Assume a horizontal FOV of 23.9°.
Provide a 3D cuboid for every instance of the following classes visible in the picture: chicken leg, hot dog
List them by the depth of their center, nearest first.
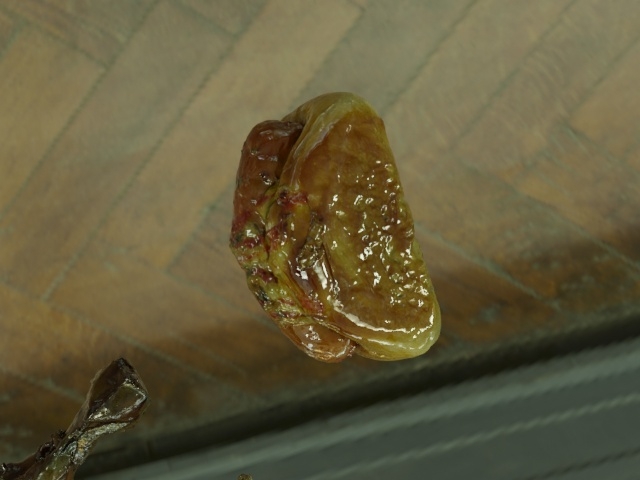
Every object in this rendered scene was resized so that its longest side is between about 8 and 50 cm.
[{"bbox_3d":[0.000,0.000,1.390,0.153,0.150,0.257,-18,92,-28],"label":"hot dog"},{"bbox_3d":[-0.252,0.218,1.405,0.093,0.113,0.304,44,119,0],"label":"chicken leg"}]

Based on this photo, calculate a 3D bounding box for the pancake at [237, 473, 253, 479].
[{"bbox_3d":[-0.116,0.382,1.512,0.257,0.056,0.212,-37,116,-2],"label":"pancake"}]
